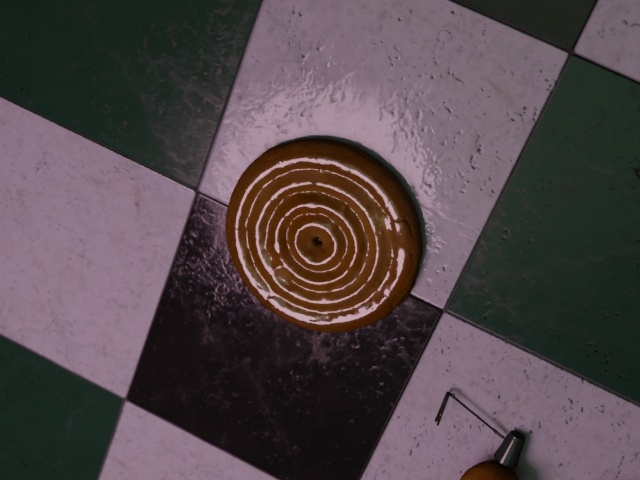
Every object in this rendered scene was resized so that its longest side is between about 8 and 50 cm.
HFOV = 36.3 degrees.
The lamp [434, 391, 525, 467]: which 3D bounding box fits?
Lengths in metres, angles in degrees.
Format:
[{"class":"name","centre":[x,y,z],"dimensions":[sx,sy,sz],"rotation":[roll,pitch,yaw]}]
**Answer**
[{"class":"lamp","centre":[0.207,0.241,1.250],"dimensions":[0.121,0.041,0.054],"rotation":[25,107,5]}]

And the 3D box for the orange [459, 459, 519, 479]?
[{"class":"orange","centre":[0.216,0.319,1.250],"dimensions":[0.085,0.085,0.085],"rotation":[6,111,16]}]

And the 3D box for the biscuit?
[{"class":"biscuit","centre":[0.000,0.000,1.225],"dimensions":[0.262,0.037,0.261],"rotation":[6,110,16]}]
